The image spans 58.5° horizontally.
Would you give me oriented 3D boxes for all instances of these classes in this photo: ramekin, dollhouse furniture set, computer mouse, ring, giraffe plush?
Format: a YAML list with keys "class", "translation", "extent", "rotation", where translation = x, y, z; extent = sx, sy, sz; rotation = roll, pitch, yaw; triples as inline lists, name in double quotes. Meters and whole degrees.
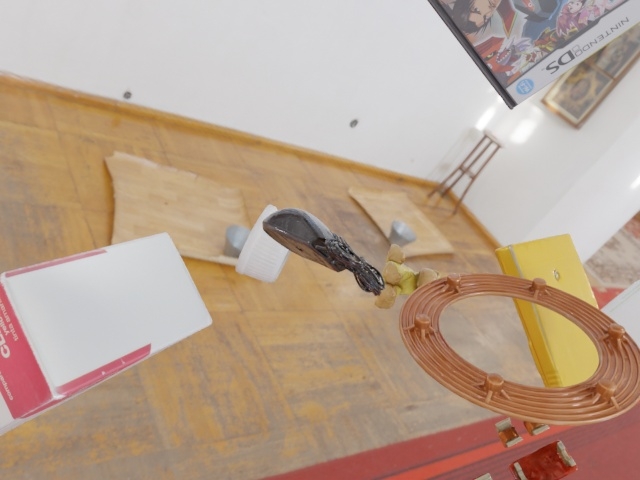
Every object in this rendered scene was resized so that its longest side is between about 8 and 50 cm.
- class: "ramekin"
  translation: [-0.136, 0.017, 1.560]
  extent: [0.108, 0.207, 0.207]
  rotation: [26, 27, 1]
- class: "dollhouse furniture set"
  translation: [0.515, 0.598, 1.448]
  extent: [0.262, 0.259, 0.135]
  rotation: [65, 2, 31]
- class: "computer mouse"
  translation: [0.000, 0.000, 1.083]
  extent: [0.272, 0.072, 0.188]
  rotation: [24, -14, 41]
- class: "ring"
  translation: [0.279, 0.127, 0.807]
  extent: [0.336, 0.032, 0.337]
  rotation: [4, 28, -2]
- class: "giraffe plush"
  translation: [0.255, 0.121, 1.605]
  extent: [0.170, 0.182, 0.210]
  rotation: [16, -2, 5]

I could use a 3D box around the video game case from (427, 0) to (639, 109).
- class: "video game case"
  translation: [0.286, -0.343, 0.750]
  extent: [0.275, 0.248, 0.035]
  rotation: [41, 31, -27]

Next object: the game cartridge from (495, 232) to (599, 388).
- class: "game cartridge"
  translation: [0.496, 0.152, 1.182]
  extent: [0.285, 0.052, 0.324]
  rotation: [-6, 77, -44]

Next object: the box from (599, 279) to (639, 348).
- class: "box"
  translation: [0.526, 0.144, 0.962]
  extent: [0.102, 0.101, 0.087]
  rotation: [51, -14, 25]

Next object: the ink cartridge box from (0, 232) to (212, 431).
- class: "ink cartridge box"
  translation: [-0.398, 0.158, 0.824]
  extent: [0.161, 0.384, 0.279]
  rotation: [62, 29, 2]
